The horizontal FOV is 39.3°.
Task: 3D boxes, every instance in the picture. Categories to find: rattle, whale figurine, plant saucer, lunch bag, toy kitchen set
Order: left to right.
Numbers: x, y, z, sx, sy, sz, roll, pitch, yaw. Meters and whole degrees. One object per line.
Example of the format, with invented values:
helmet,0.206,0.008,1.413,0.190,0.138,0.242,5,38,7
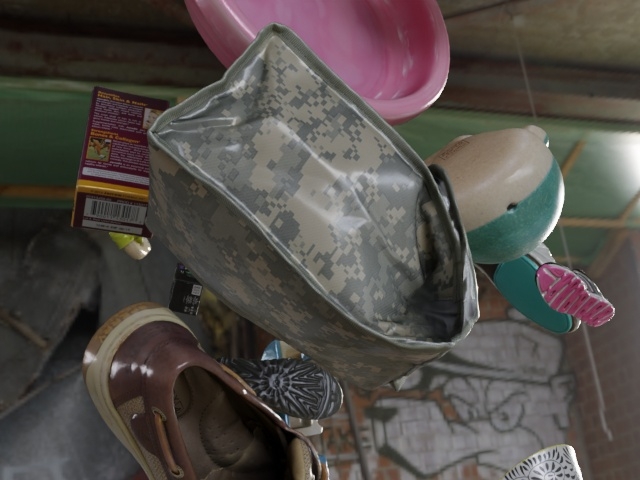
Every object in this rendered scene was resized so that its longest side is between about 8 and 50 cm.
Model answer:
rattle,-0.361,-0.035,1.870,0.143,0.130,0.200,-50,-20,-1
plant saucer,-0.015,-0.247,0.914,0.332,0.332,0.084,11,-35,-36
toy kitchen set,-0.015,0.215,1.141,0.122,0.207,0.166,11,-28,-44
lunch bag,0.000,0.000,0.763,0.169,0.287,0.235,-44,-4,-20
whale figurine,0.211,-0.060,1.158,0.216,0.141,0.272,-36,17,1

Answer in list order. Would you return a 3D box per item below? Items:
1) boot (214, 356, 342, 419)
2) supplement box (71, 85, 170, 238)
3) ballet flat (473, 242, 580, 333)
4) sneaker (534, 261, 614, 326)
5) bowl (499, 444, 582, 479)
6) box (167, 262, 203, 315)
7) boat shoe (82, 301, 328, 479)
boot,-0.092,0.201,1.140,0.190,0.076,0.208,16,-28,-13
supplement box,-0.258,-0.103,1.164,0.104,0.188,0.081,9,-42,-15
ballet flat,0.373,0.021,1.799,0.139,0.400,0.139,-47,-17,-19
sneaker,0.379,0.073,1.377,0.170,0.075,0.063,29,-69,-32
bowl,0.347,0.402,1.383,0.170,0.080,0.170,-19,-43,-18
box,-0.234,0.085,1.563,0.052,0.062,0.083,13,16,-11
boat shoe,-0.061,0.197,0.725,0.123,0.123,0.342,16,-40,46
